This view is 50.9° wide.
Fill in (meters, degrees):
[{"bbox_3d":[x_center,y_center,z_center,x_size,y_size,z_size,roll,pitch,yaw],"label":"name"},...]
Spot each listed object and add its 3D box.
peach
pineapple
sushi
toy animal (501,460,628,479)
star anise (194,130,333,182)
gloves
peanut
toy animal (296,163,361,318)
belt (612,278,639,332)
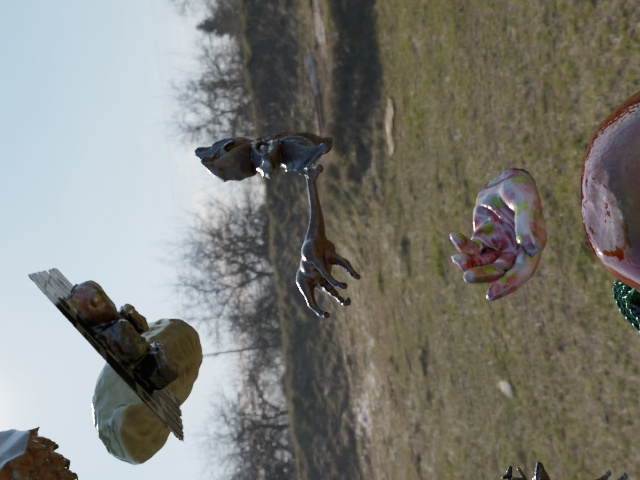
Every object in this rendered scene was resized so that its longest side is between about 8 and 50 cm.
[{"bbox_3d":[0.357,-0.046,0.633,0.199,0.243,0.243,49,-159,-37],"label":"peach"},{"bbox_3d":[-0.468,0.493,1.115,0.223,0.223,0.357,-99,-16,-67],"label":"pineapple"},{"bbox_3d":[-0.194,0.096,0.684,0.210,0.040,0.193,50,170,-9],"label":"sushi"},{"bbox_3d":[0.508,0.547,1.392,0.087,0.260,0.243,-134,29,-68],"label":"toy animal"},{"bbox_3d":[-0.073,-0.119,0.963,0.172,0.208,0.063,21,119,60],"label":"star anise"},{"bbox_3d":[0.285,0.000,1.038,0.126,0.145,0.241,46,-134,-41],"label":"gloves"},{"bbox_3d":[-0.275,0.232,1.083,0.325,0.140,0.153,-86,-9,-66],"label":"peanut"},{"bbox_3d":[0.000,0.000,1.241,0.229,0.066,0.224,55,135,38],"label":"toy animal"},{"bbox_3d":[0.576,0.103,1.133,0.151,0.079,0.121,56,158,31],"label":"belt"}]
